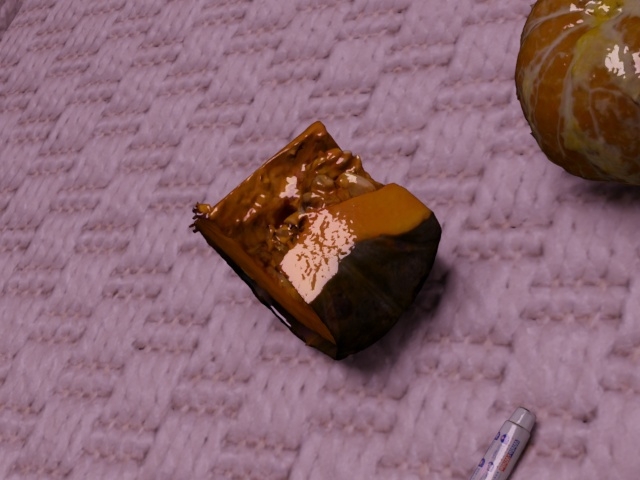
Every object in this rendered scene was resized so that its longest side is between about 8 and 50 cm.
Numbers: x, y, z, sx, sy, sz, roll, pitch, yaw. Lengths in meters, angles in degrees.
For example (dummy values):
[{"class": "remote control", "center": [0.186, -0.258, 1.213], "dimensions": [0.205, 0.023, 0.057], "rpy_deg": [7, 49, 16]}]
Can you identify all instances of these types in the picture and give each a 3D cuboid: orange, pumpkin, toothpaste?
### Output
[{"class": "orange", "center": [0.394, -0.214, 1.361], "dimensions": [0.329, 0.249, 0.329], "rpy_deg": [-23, 40, 21]}, {"class": "pumpkin", "center": [0.000, 0.000, 1.468], "dimensions": [0.225, 0.256, 0.303], "rpy_deg": [-42, 64, -8]}, {"class": "toothpaste", "center": [0.175, 0.281, 1.260], "dimensions": [0.052, 0.033, 0.218], "rpy_deg": [18, 70, 49]}]
